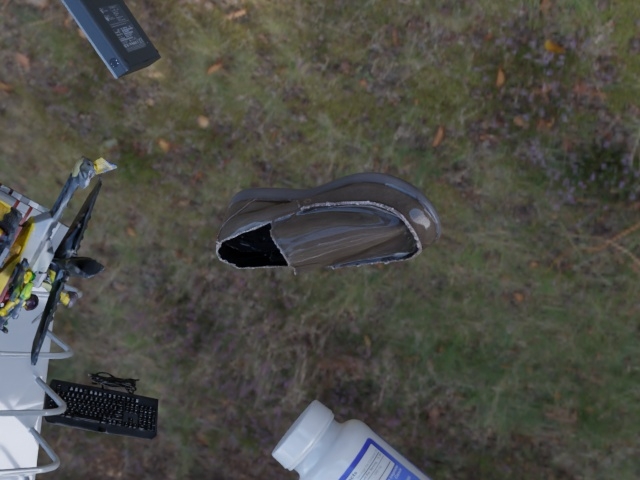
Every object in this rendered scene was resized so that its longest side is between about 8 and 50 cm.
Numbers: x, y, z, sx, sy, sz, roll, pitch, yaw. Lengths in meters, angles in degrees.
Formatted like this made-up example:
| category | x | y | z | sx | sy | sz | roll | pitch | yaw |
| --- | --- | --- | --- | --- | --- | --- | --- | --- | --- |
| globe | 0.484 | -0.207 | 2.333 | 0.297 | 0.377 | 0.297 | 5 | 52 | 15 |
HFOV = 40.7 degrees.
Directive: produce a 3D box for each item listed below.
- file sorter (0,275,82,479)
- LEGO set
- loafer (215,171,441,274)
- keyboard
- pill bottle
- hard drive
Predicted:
| category | x | y | z | sx | sy | sz | roll | pitch | yaw |
| --- | --- | --- | --- | --- | --- | --- | --- | --- | --- |
| file sorter | -0.388 | 0.173 | 0.969 | 0.192 | 0.278 | 0.173 | 6 | -176 | -32 |
| LEGO set | -0.253 | 0.052 | 0.530 | 0.192 | 0.255 | 0.331 | 32 | 167 | -30 |
| loafer | 0.000 | 0.000 | 1.221 | 0.366 | 0.130 | 0.134 | -5 | 130 | 38 |
| keyboard | -0.337 | 0.250 | 1.357 | 0.192 | 0.100 | 0.038 | 20 | 140 | -36 |
| pill bottle | 0.062 | 0.378 | 1.348 | 0.272 | 0.152 | 0.152 | 39 | 145 | 3 |
| hard drive | -0.228 | -0.238 | 0.903 | 0.022 | 0.094 | 0.135 | -30 | 101 | 20 |
